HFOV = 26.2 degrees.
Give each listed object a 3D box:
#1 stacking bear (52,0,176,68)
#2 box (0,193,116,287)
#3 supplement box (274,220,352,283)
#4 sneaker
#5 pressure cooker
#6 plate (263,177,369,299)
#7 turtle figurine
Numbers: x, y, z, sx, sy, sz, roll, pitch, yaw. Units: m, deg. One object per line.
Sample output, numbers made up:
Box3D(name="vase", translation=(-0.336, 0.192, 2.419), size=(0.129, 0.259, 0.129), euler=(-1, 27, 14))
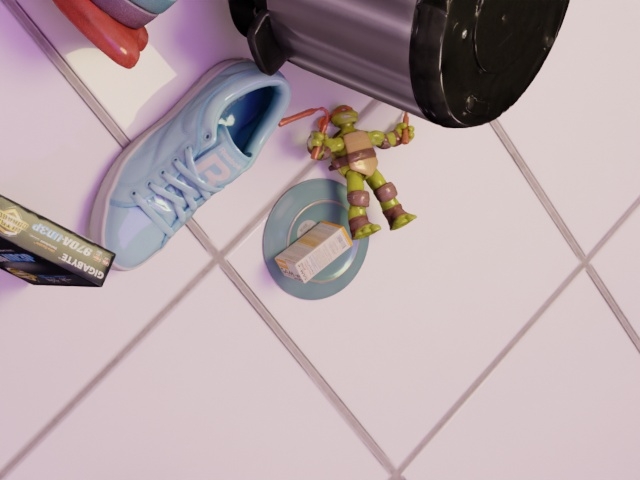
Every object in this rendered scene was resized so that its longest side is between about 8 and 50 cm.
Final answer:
Box3D(name="stacking bear", translation=(-0.205, -0.388, 1.756), size=(0.164, 0.175, 0.289), euler=(41, 105, -14))
Box3D(name="box", translation=(-0.384, 0.002, 1.743), size=(0.175, 0.220, 0.051), euler=(30, 73, -31))
Box3D(name="supplement box", translation=(-0.010, 0.016, 2.032), size=(0.098, 0.062, 0.036), euler=(-38, 117, -19))
Box3D(name="sneaker", translation=(-0.176, -0.108, 1.890), size=(0.135, 0.150, 0.366), euler=(41, 77, -28))
Box3D(name="pressure cooker", translation=(0.096, -0.383, 1.869), size=(0.370, 0.420, 0.375), euler=(-16, 126, -53))
Box3D(name="plate", translation=(0.000, 0.000, 2.086), size=(0.188, 0.024, 0.188), euler=(-6, 102, -30))
Box3D(name="turtle figurine", translation=(0.048, -0.113, 2.051), size=(0.269, 0.087, 0.217), euler=(-12, 81, -45))
